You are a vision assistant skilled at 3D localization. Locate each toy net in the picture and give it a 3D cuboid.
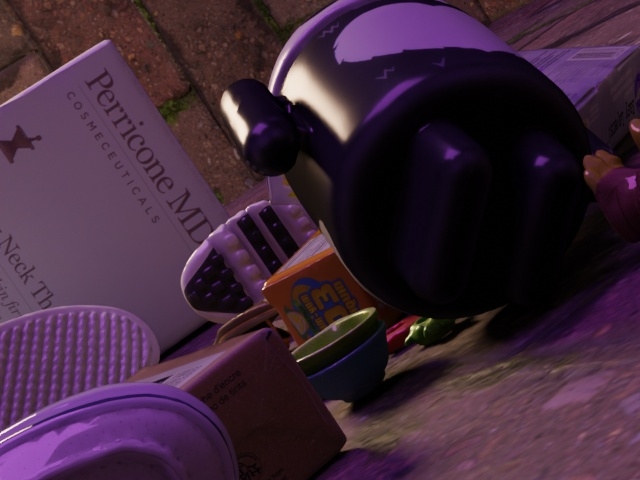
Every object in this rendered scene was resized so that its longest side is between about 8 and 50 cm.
[{"bbox_3d":[-0.006,0.081,1.077,0.122,0.045,0.232,-37,7,-33],"label":"toy net"}]

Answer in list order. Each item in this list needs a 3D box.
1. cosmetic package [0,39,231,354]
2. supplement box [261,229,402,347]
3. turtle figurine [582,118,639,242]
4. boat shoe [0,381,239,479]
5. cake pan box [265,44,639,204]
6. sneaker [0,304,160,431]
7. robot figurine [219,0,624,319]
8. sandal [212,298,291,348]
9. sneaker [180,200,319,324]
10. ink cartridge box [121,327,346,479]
[{"bbox_3d":[-0.329,0.018,1.861,0.394,0.329,0.327,-35,6,-9],"label":"cosmetic package"},{"bbox_3d":[0.038,0.014,1.226,0.080,0.078,0.233,-26,9,27],"label":"supplement box"},{"bbox_3d":[0.258,-0.086,0.863,0.217,0.087,0.269,-37,10,44],"label":"turtle figurine"},{"bbox_3d":[-0.171,0.193,0.634,0.367,0.136,0.156,-38,7,-14],"label":"boat shoe"},{"bbox_3d":[0.115,-0.098,1.276,0.246,0.070,0.267,1,19,23],"label":"cake pan box"},{"bbox_3d":[-0.329,0.182,1.547,0.366,0.135,0.150,-25,-16,-23],"label":"sneaker"},{"bbox_3d":[0.066,-0.061,1.013,0.173,0.209,0.278,-43,29,5],"label":"robot figurine"},{"bbox_3d":[-0.057,0.089,1.293,0.072,0.049,0.180,-31,-11,-42],"label":"sandal"},{"bbox_3d":[0.000,0.000,1.467,0.292,0.110,0.118,-27,-4,-23],"label":"sneaker"},{"bbox_3d":[-0.128,0.157,0.912,0.235,0.088,0.193,-37,9,-30],"label":"ink cartridge box"}]
